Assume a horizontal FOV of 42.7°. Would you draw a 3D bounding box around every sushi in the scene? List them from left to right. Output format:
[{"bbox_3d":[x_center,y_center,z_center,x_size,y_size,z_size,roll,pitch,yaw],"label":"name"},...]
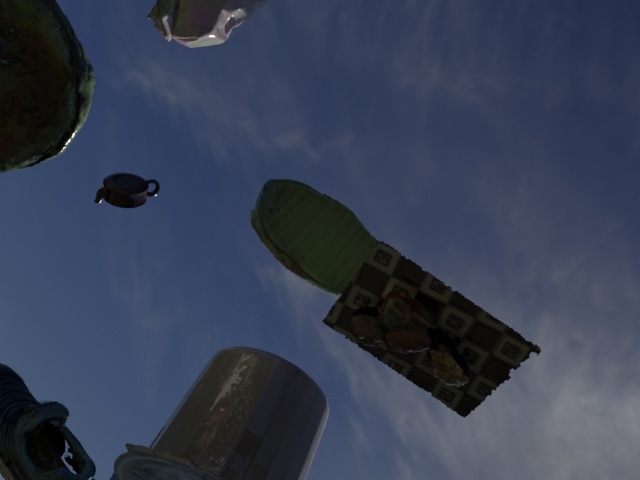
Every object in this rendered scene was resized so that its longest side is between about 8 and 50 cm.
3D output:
[{"bbox_3d":[0.108,0.107,0.854,0.201,0.031,0.139,33,-54,2],"label":"sushi"}]

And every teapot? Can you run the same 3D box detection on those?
[{"bbox_3d":[-0.288,-0.071,1.223,0.068,0.100,0.045,46,-46,43],"label":"teapot"}]

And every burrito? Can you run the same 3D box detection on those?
[{"bbox_3d":[-0.022,-0.193,0.515,0.064,0.203,0.064,51,-7,9],"label":"burrito"}]

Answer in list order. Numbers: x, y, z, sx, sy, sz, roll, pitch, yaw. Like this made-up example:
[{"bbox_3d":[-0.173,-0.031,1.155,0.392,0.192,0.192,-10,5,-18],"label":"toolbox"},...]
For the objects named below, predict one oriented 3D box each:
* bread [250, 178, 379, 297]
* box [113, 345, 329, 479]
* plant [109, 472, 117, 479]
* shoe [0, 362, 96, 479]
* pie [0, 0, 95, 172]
[{"bbox_3d":[0.005,0.002,1.444,0.301,0.301,0.045,53,-58,26],"label":"bread"},{"bbox_3d":[-0.110,0.280,1.078,0.262,0.206,0.291,34,-37,-5],"label":"box"},{"bbox_3d":[-0.307,0.411,1.303,0.143,0.092,0.094,93,3,-80],"label":"plant"},{"bbox_3d":[-0.319,0.214,0.913,0.207,0.092,0.106,48,-64,18],"label":"shoe"},{"bbox_3d":[-0.351,-0.173,0.831,0.054,0.241,0.240,-100,-165,-58],"label":"pie"}]
